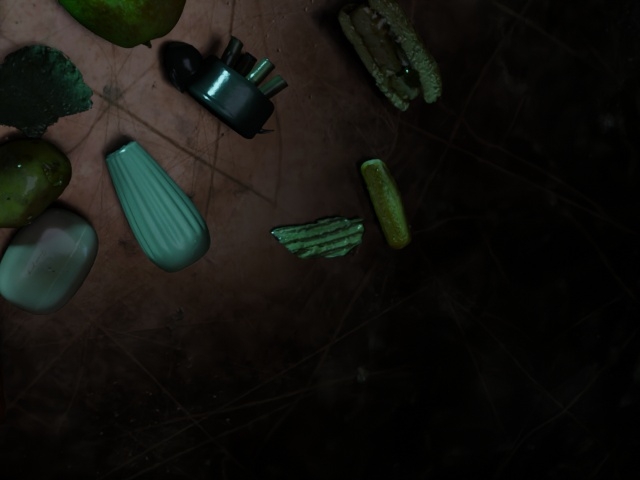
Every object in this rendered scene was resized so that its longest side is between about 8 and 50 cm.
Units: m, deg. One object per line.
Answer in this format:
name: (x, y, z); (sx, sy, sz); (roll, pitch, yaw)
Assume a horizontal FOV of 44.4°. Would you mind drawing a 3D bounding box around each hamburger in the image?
hamburger: (0.147, -0.382, 1.539); (0.124, 0.131, 0.262); (-22, 124, 23)

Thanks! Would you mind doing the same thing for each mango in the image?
mango: (-0.365, -0.493, 1.263); (0.225, 0.201, 0.382); (-33, 106, 14)

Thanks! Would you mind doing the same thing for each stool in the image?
stool: (-0.168, -0.291, 1.423); (0.228, 0.153, 0.139); (37, 90, -27)

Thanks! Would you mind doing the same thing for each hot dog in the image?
hot dog: (0.146, -0.081, 1.676); (0.066, 0.047, 0.216); (-15, 115, 22)

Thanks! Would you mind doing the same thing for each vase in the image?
vase: (-0.307, -0.065, 1.459); (0.128, 0.128, 0.248); (-32, 106, -10)

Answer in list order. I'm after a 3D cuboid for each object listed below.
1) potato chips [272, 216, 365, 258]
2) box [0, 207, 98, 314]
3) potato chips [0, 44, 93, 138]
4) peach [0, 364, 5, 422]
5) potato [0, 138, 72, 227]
potato chips: (0.000, 0.000, 1.651); (0.207, 0.028, 0.092); (-10, 108, -21)
box: (-0.496, 0.039, 1.429); (0.146, 0.088, 0.200); (32, 93, -25)
potato chips: (-0.511, -0.247, 1.333); (0.228, 0.059, 0.167); (-36, 144, -19)
peach: (-0.680, 0.271, 1.289); (0.301, 0.343, 0.343); (-1, 106, -19)
potato: (-0.518, -0.101, 1.356); (0.137, 0.137, 0.176); (46, 75, -27)
